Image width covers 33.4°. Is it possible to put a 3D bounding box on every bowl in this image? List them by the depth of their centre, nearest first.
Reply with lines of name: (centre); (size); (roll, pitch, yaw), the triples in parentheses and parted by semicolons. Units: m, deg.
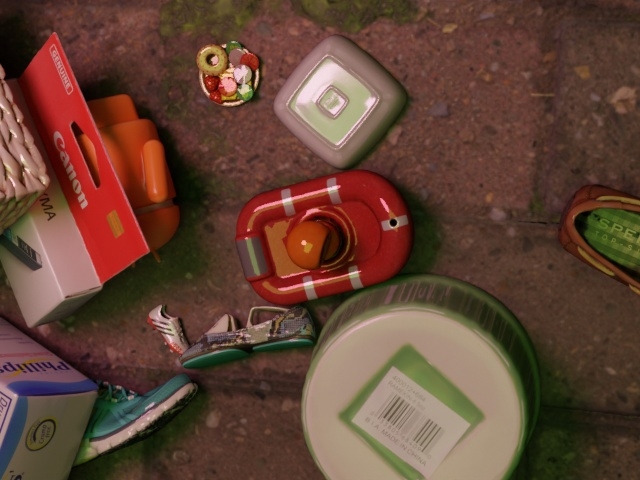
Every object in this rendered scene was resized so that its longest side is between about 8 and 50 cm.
bowl: (0.019, -0.173, 1.341); (0.142, 0.053, 0.142); (42, 104, 4)

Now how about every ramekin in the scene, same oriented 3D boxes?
ramekin: (0.120, 0.199, 1.319); (0.303, 0.148, 0.303); (1, 97, 10)

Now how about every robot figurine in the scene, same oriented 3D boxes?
robot figurine: (-0.254, -0.073, 1.365); (0.158, 0.128, 0.219); (-15, 94, 13)

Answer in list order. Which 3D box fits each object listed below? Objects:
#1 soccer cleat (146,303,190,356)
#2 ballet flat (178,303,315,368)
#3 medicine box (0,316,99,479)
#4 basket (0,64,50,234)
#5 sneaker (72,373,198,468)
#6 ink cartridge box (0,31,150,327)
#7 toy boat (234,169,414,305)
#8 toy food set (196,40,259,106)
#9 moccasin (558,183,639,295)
soccer cleat: (-0.197, 0.122, 1.431); (0.083, 0.029, 0.035); (46, 107, 7)
ballet flat: (-0.098, 0.123, 1.402); (0.188, 0.070, 0.070); (-12, 95, 10)
medicine box: (-0.470, 0.245, 1.389); (0.289, 0.149, 0.263); (28, 102, 29)
basket: (-0.544, -0.120, 1.265); (0.331, 0.266, 0.328); (-31, 80, 46)
sneaker: (-0.296, 0.233, 1.429); (0.275, 0.107, 0.110); (-23, 84, 13)
ink cartridge box: (-0.349, -0.067, 1.327); (0.261, 0.066, 0.296); (-32, 80, 50)
toy boat: (0.000, 0.000, 1.315); (0.231, 0.151, 0.151); (-14, 94, 12)
toy food set: (-0.118, -0.215, 1.377); (0.083, 0.020, 0.083); (-3, 96, 11)
moccasin: (0.464, 0.036, 1.234); (0.380, 0.147, 0.139); (29, 101, 6)
